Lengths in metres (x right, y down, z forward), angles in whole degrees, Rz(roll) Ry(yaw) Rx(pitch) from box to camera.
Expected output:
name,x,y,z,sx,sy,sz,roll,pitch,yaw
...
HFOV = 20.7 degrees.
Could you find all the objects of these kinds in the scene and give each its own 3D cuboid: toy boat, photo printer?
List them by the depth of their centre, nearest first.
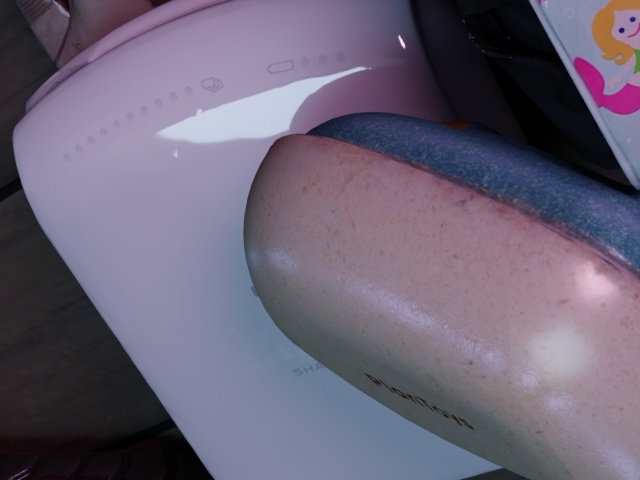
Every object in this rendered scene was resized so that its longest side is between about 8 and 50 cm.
name,x,y,z,sx,sy,sz,roll,pitch,yaw
toy boat,0.110,0.042,0.795,0.267,0.148,0.318,23,163,45
photo printer,0.000,0.000,0.945,0.256,0.107,0.307,-17,121,22

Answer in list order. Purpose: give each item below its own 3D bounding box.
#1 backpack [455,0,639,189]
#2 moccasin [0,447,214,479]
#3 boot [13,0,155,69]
name,x,y,z,sx,sy,sz,roll,pitch,yaw
backpack,0.119,-0.151,0.681,0.191,0.253,0.225,-26,116,15
moccasin,-0.139,0.231,1.205,0.380,0.139,0.147,-3,129,26
boot,-0.107,-0.127,0.948,0.087,0.042,0.118,40,134,-23
